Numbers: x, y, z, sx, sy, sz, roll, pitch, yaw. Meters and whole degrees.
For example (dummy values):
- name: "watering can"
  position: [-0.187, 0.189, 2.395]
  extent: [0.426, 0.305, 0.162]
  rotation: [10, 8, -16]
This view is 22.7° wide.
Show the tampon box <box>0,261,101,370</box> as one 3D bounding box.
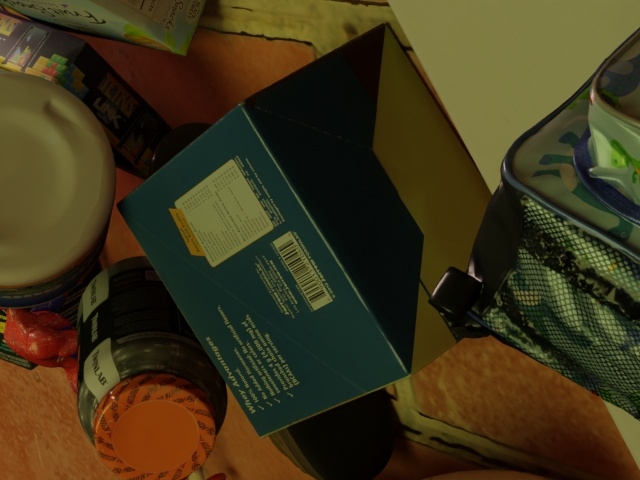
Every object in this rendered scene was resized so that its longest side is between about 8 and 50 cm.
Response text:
- name: "tampon box"
  position: [-0.282, 0.017, 1.469]
  extent: [0.120, 0.101, 0.161]
  rotation: [12, 125, 47]

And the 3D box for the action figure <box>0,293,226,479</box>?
- name: "action figure"
  position: [-0.175, 0.104, 1.423]
  extent: [0.280, 0.139, 0.091]
  rotation: [48, 160, -28]

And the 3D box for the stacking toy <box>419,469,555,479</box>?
- name: "stacking toy"
  position: [0.023, 0.297, 1.213]
  extent: [0.480, 0.351, 0.350]
  rotation: [18, 132, 67]

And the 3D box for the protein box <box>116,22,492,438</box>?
- name: "protein box"
  position: [0.000, 0.000, 1.075]
  extent: [0.200, 0.136, 0.201]
  rotation: [58, 146, -1]

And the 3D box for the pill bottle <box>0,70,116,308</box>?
- name: "pill bottle"
  position: [-0.235, -0.027, 1.216]
  extent: [0.152, 0.152, 0.272]
  rotation: [57, 169, 2]

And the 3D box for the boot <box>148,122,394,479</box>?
- name: "boot"
  position: [-0.059, 0.054, 1.228]
  extent: [0.115, 0.112, 0.305]
  rotation: [-1, 118, 63]

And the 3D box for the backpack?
- name: "backpack"
  position: [0.102, 0.000, 0.340]
  extent: [0.114, 0.105, 0.084]
  rotation: [37, 141, 18]

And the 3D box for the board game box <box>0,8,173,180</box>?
- name: "board game box"
  position: [-0.210, -0.121, 1.264]
  extent: [0.170, 0.048, 0.141]
  rotation: [24, 164, 39]

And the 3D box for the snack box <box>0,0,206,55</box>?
- name: "snack box"
  position: [-0.207, -0.207, 1.124]
  extent: [0.174, 0.207, 0.070]
  rotation: [16, 85, 45]

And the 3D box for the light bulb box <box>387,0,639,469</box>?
- name: "light bulb box"
  position: [0.200, -0.166, 0.499]
  extent: [0.225, 0.361, 0.358]
  rotation: [-20, 100, 53]

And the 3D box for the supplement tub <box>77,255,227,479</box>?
- name: "supplement tub"
  position: [-0.135, 0.102, 1.265]
  extent: [0.190, 0.117, 0.117]
  rotation: [-106, 4, -62]

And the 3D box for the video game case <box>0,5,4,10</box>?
- name: "video game case"
  position: [-0.293, -0.164, 1.422]
  extent: [0.087, 0.011, 0.122]
  rotation: [48, 144, 13]
